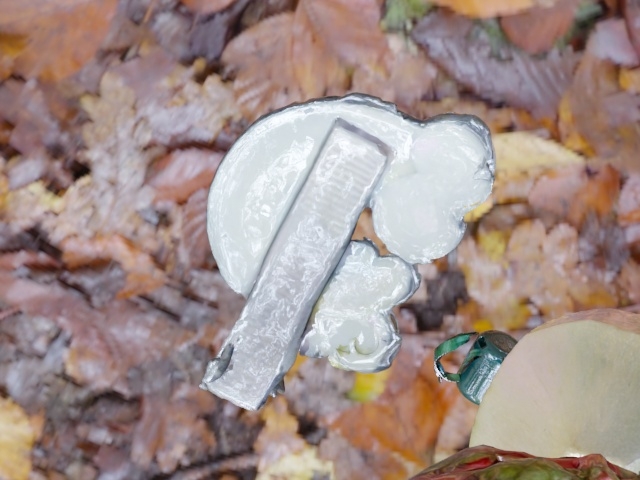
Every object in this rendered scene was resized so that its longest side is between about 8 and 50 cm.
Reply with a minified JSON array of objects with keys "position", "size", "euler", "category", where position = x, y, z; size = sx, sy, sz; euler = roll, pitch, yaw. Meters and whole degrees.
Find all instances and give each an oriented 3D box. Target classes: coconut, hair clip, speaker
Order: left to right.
[{"position":[0.000,0.000,0.629],"size":[0.116,0.049,0.172],"euler":[27,105,-2],"category":"hair clip"},{"position":[0.167,0.131,1.457],"size":[0.094,0.060,0.075],"euler":[26,120,1],"category":"speaker"},{"position":[0.242,0.180,1.084],"size":[0.259,0.259,0.259],"euler":[2,116,5],"category":"coconut"}]

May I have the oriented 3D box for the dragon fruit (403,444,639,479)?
[{"position":[0.068,0.228,0.578],"size":[0.231,0.302,0.237],"euler":[51,148,-5],"category":"dragon fruit"}]
